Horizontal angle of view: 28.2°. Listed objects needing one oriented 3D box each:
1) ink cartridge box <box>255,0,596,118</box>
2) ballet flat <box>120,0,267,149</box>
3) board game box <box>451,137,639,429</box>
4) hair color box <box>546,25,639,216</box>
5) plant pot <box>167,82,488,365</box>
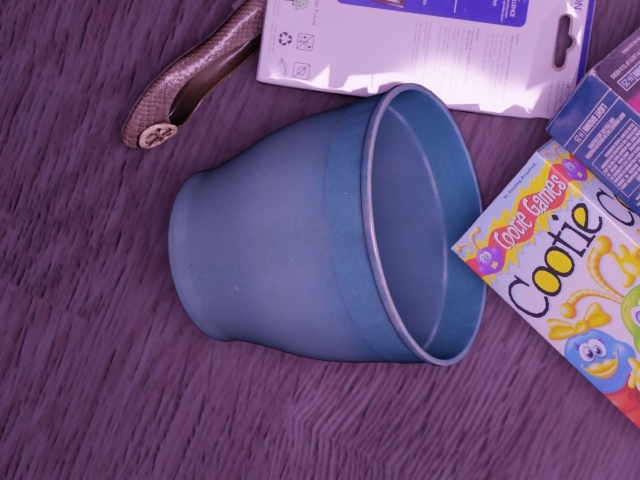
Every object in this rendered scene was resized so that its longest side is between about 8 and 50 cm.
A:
[{"bbox_3d":[0.108,-0.220,1.311,0.332,0.065,0.165,9,93,2],"label":"ink cartridge box"},{"bbox_3d":[-0.117,-0.182,1.380,0.250,0.084,0.058,-44,80,5],"label":"ballet flat"},{"bbox_3d":[0.289,0.037,1.230,0.275,0.142,0.144,44,124,9],"label":"board game box"},{"bbox_3d":[0.397,-0.054,1.163,0.347,0.105,0.174,44,59,9],"label":"hair color box"},{"bbox_3d":[0.000,0.000,1.274,0.255,0.271,0.272,-9,89,29],"label":"plant pot"}]
